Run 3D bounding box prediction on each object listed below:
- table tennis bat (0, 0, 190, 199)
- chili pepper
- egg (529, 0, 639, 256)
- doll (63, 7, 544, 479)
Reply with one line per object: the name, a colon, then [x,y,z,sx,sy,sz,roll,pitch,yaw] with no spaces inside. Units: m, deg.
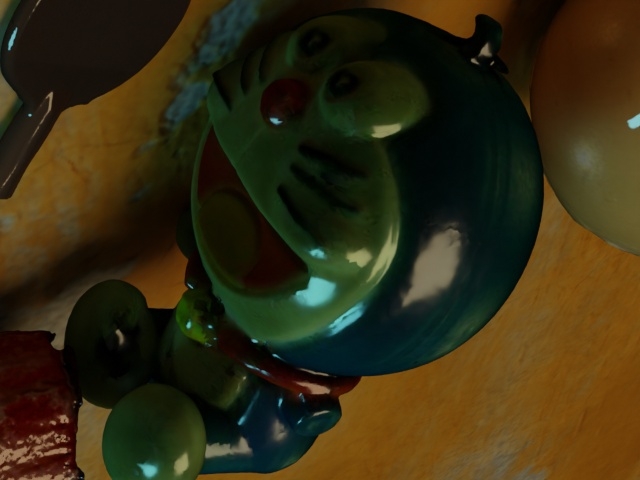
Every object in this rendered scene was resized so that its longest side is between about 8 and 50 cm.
table tennis bat: [-0.094,-0.054,0.847,0.107,0.119,0.170,-1,134,-54]
chili pepper: [-0.261,0.132,0.972,0.252,0.136,0.144,-11,-171,-30]
egg: [0.237,-0.093,1.146,0.201,0.201,0.244,-39,154,-2]
doll: [0.000,0.001,0.977,0.186,0.198,0.322,13,129,-41]
